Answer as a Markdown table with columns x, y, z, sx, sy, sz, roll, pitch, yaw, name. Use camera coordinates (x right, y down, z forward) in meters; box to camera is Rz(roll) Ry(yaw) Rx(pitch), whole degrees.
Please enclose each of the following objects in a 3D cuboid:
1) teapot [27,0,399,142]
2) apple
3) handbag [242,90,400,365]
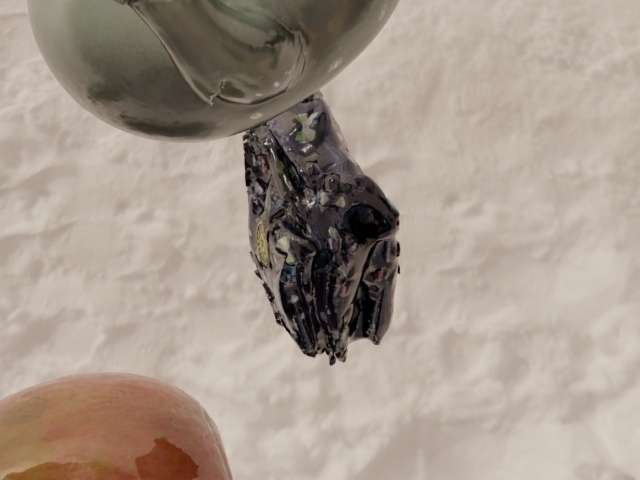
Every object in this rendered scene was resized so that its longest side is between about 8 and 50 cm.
| x | y | z | sx | sy | sz | roll | pitch | yaw | name |
| --- | --- | --- | --- | --- | --- | --- | --- | --- | --- |
| -0.053 | -0.141 | 0.448 | 0.193 | 0.294 | 0.129 | -30 | 128 | 15 | teapot |
| -0.234 | 0.312 | 0.934 | 0.364 | 0.364 | 0.363 | 0 | 112 | 1 | apple |
| 0.000 | 0.000 | 0.807 | 0.113 | 0.162 | 0.260 | -23 | 148 | -15 | handbag |
